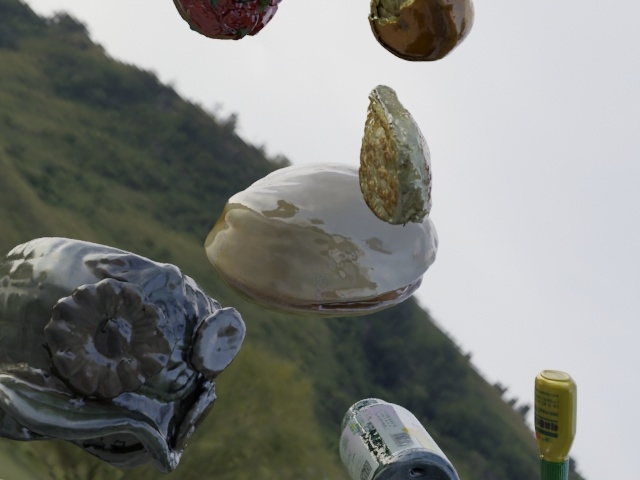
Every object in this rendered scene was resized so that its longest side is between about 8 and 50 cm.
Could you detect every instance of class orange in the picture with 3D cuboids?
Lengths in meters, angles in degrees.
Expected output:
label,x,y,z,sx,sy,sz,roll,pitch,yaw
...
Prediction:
label,x,y,z,sx,sy,sz,roll,pitch,yaw
orange,0.146,-0.331,1.756,0.157,0.134,0.156,13,-60,24

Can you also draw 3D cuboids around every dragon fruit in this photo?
label,x,y,z,sx,sy,sz,roll,pitch,yaw
dragon fruit,-0.142,-0.415,1.947,0.274,0.193,0.192,-108,-164,-71

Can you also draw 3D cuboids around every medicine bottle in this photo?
label,x,y,z,sx,sy,sz,roll,pitch,yaw
medicine bottle,0.110,0.341,1.904,0.141,0.141,0.293,49,-1,-17
medicine bottle,0.429,0.368,2.240,0.095,0.064,0.260,17,-68,56

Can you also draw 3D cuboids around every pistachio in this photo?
label,x,y,z,sx,sy,sz,roll,pitch,yaw
pistachio,0.000,0.000,2.297,0.365,0.446,0.281,-117,-149,-43

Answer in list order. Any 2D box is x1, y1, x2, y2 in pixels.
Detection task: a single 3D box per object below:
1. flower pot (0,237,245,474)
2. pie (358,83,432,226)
label,x,y,z,sx,sy,sz,roll,pitch,yaw
flower pot,-0.244,0.130,1.360,0.302,0.213,0.302,13,-16,4
pie,0.106,-0.118,1.722,0.205,0.084,0.178,-118,-156,-52
